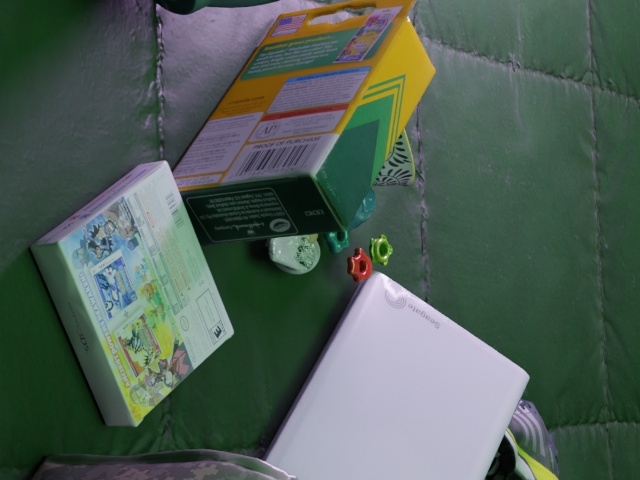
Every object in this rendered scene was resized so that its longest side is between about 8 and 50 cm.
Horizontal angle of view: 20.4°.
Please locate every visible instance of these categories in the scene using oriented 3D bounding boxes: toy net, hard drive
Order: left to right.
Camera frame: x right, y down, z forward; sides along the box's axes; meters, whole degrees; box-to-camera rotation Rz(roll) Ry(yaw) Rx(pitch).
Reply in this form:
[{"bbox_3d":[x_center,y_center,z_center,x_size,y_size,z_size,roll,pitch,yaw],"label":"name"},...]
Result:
[{"bbox_3d":[0.000,0.000,2.044,0.232,0.045,0.122,-24,107,-52],"label":"toy net"},{"bbox_3d":[0.082,0.222,2.020,0.233,0.047,0.353,34,49,-4],"label":"hard drive"}]

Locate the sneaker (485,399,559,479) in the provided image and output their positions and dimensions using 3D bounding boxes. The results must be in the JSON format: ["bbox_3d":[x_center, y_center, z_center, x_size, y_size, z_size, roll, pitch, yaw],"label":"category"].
[{"bbox_3d":[0.224,0.248,2.287,0.300,0.111,0.121,50,37,-46],"label":"sneaker"}]

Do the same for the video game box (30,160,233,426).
[{"bbox_3d":[-0.183,0.052,1.771,0.187,0.048,0.205,-44,120,-50],"label":"video game box"}]

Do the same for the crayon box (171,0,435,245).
[{"bbox_3d":[-0.011,-0.133,1.905,0.083,0.203,0.323,59,42,-31],"label":"crayon box"}]

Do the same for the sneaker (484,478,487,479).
[{"bbox_3d":[0.181,0.347,2.198,0.276,0.097,0.135,38,55,-43],"label":"sneaker"}]

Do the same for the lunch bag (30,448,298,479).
[{"bbox_3d":[-0.161,0.310,1.556,0.235,0.287,0.169,-55,128,-44],"label":"lunch bag"}]

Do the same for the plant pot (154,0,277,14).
[{"bbox_3d":[-0.109,-0.348,1.769,0.196,0.293,0.293,-40,120,-20],"label":"plant pot"}]

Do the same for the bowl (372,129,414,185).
[{"bbox_3d":[0.039,-0.128,2.060,0.170,0.080,0.170,159,-90,-82],"label":"bowl"}]
